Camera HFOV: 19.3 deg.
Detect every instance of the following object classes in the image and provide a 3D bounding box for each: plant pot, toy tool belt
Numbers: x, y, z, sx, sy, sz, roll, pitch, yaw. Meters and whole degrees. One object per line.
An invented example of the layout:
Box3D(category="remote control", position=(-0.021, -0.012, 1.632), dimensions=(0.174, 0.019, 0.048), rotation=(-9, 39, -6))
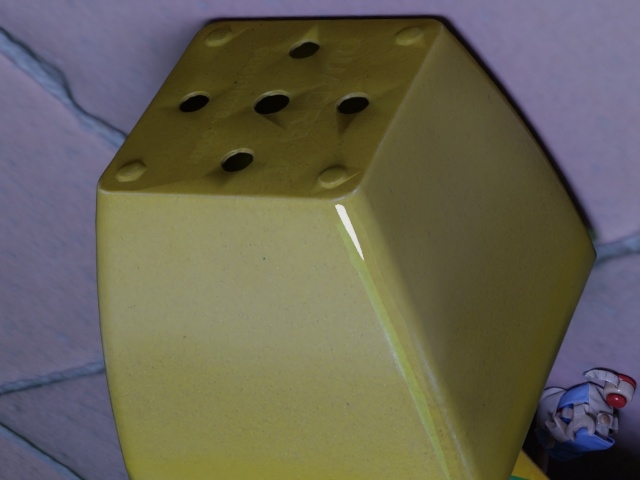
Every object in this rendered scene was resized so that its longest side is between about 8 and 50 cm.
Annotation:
Box3D(category="plant pot", position=(0.000, 0.000, 0.981), dimensions=(0.212, 0.212, 0.187), rotation=(2, 133, 27))
Box3D(category="toy tool belt", position=(0.169, 0.121, 1.209), dimensions=(0.052, 0.051, 0.083), rotation=(31, 148, -18))

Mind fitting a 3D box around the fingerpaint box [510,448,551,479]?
Box3D(category="fingerpaint box", position=(0.184, 0.335, 1.248), dimensions=(0.371, 0.163, 0.445), rotation=(48, 175, 44))
